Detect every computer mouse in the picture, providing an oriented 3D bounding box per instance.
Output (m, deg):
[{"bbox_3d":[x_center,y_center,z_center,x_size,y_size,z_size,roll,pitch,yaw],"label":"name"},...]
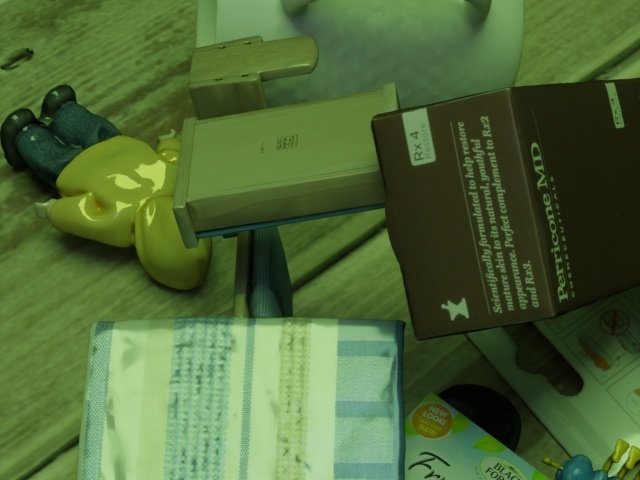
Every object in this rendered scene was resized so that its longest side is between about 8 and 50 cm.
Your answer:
[{"bbox_3d":[0.065,0.236,1.532,0.184,0.060,0.262,19,59,16],"label":"computer mouse"}]

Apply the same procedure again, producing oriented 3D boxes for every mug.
[{"bbox_3d":[0.047,-0.237,1.744,0.328,0.374,0.276,2,84,-9],"label":"mug"}]

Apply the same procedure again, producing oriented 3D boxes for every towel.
[{"bbox_3d":[-0.068,0.165,1.426,0.285,0.034,0.209,-1,67,3],"label":"towel"}]

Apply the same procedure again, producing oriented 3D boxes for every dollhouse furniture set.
[{"bbox_3d":[0.000,0.000,1.588,0.198,0.303,0.286,-8,38,8],"label":"dollhouse furniture set"}]

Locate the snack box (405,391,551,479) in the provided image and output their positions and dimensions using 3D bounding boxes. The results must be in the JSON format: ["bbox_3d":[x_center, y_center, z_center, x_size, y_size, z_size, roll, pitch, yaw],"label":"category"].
[{"bbox_3d":[0.118,0.257,1.434,0.207,0.070,0.174,37,63,23],"label":"snack box"}]

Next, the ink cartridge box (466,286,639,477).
[{"bbox_3d":[0.347,0.048,1.704,0.385,0.091,0.308,-35,57,-7],"label":"ink cartridge box"}]

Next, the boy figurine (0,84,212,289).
[{"bbox_3d":[-0.205,-0.056,1.752,0.285,0.092,0.177,37,58,26],"label":"boy figurine"}]

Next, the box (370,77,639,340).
[{"bbox_3d":[0.205,-0.041,1.483,0.143,0.191,0.381,-11,1,33],"label":"box"}]

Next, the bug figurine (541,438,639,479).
[{"bbox_3d":[0.345,0.174,1.539,0.216,0.072,0.279,31,74,5],"label":"bug figurine"}]
